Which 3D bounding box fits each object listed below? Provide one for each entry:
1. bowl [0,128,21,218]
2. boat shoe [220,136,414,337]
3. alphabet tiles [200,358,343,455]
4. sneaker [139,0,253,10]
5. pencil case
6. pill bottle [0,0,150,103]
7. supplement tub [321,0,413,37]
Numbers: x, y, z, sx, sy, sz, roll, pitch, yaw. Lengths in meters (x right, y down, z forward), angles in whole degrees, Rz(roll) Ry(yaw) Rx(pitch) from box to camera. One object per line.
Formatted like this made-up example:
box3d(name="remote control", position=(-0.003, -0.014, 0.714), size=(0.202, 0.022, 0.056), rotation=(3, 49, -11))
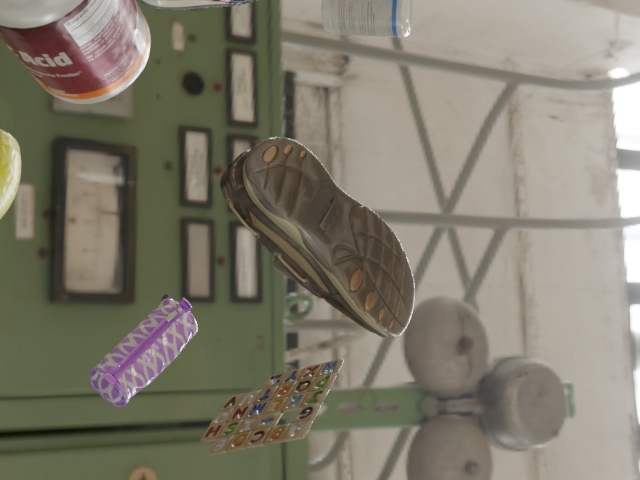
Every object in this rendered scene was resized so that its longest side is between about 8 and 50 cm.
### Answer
box3d(name="bowl", position=(-0.623, -0.059, 1.590), size=(0.289, 0.289, 0.156), rotation=(-42, -118, 52))
box3d(name="boat shoe", position=(0.000, 0.000, 1.351), size=(0.130, 0.355, 0.132), rotation=(-8, -141, 49))
box3d(name="alphabet tiles", position=(-0.090, 0.285, 1.651), size=(0.237, 0.198, 0.009), rotation=(-17, -66, 31))
box3d(name="sneaker", position=(-0.217, -0.551, 1.969), size=(0.112, 0.319, 0.131), rotation=(54, -36, 28))
box3d(name="pencil case", position=(-0.285, 0.180, 1.596), size=(0.086, 0.206, 0.088), rotation=(42, -37, -1))
box3d(name="pill bottle", position=(-0.430, -0.398, 1.556), size=(0.392, 0.224, 0.224), rotation=(69, 12, -71))
box3d(name="supplement tub", position=(0.060, -0.293, 1.225), size=(0.071, 0.107, 0.071), rotation=(6, 90, -78))
